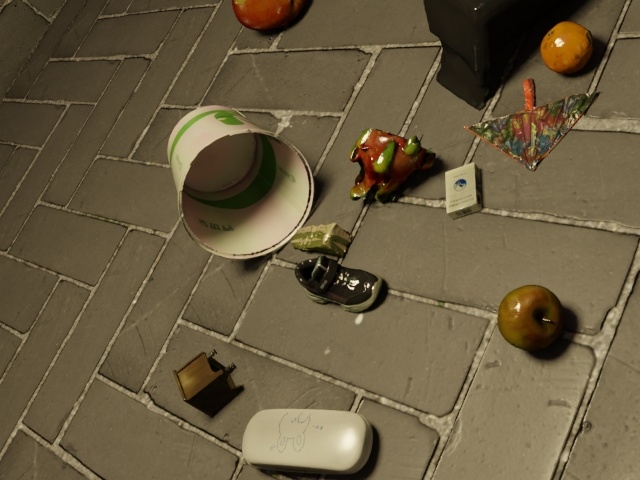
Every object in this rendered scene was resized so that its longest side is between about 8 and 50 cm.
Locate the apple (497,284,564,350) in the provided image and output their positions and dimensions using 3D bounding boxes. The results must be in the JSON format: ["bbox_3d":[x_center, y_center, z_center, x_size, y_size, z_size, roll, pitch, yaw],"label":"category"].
[{"bbox_3d":[0.277,0.101,1.038,0.089,0.089,0.074,-56,29,-6],"label":"apple"}]

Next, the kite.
[{"bbox_3d":[0.331,-0.188,1.256,0.232,0.009,0.189,-14,53,34],"label":"kite"}]

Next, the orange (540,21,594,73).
[{"bbox_3d":[0.390,-0.304,1.237,0.083,0.083,0.084,-22,49,28],"label":"orange"}]

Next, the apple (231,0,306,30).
[{"bbox_3d":[-0.117,-0.563,1.815,0.158,0.147,0.156,19,42,37],"label":"apple"}]

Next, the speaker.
[{"bbox_3d":[0.353,-0.428,1.331,0.388,0.184,0.180,-37,44,-1],"label":"speaker"}]

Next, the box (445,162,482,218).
[{"bbox_3d":[0.230,-0.080,1.257,0.054,0.024,0.083,-20,51,33],"label":"box"}]

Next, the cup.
[{"bbox_3d":[-0.174,-0.129,1.500,0.253,0.253,0.274,-47,33,4],"label":"cup"}]

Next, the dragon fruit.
[{"bbox_3d":[0.116,-0.132,1.337,0.175,0.138,0.142,-66,-7,27],"label":"dragon fruit"}]

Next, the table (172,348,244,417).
[{"bbox_3d":[-0.191,0.243,1.351,0.082,0.083,0.070,-38,46,5],"label":"table"}]

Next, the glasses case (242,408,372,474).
[{"bbox_3d":[-0.024,0.302,1.179,0.233,0.059,0.092,-8,58,39],"label":"glasses case"}]

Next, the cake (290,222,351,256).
[{"bbox_3d":[0.000,0.000,1.400,0.140,0.055,0.051,-2,60,60],"label":"cake"}]

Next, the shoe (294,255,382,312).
[{"bbox_3d":[0.017,0.061,1.285,0.169,0.099,0.071,6,63,42],"label":"shoe"}]
